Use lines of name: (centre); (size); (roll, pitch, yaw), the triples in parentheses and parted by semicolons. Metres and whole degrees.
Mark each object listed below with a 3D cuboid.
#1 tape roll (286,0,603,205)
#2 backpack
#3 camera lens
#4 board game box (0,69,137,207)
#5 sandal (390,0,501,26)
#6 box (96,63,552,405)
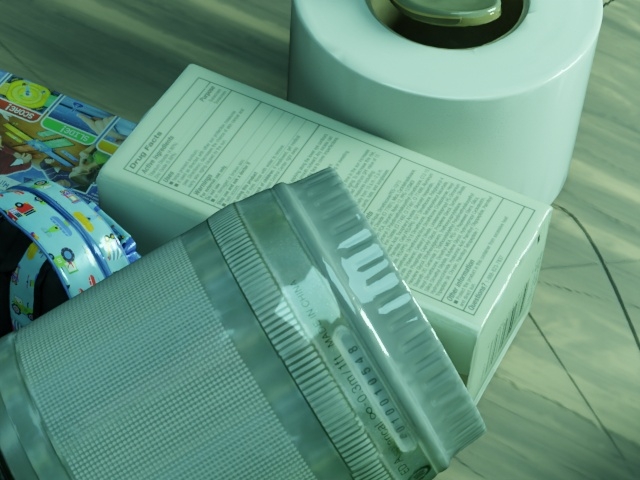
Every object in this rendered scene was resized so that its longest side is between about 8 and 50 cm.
tape roll: (0.094, -0.138, 1.446); (0.246, 0.169, 0.246); (2, 48, -2)
backpack: (-0.188, 0.026, 1.279); (0.117, 0.173, 0.158); (-34, 58, -29)
camera lens: (-0.061, 0.106, 1.139); (0.274, 0.219, 0.219); (-30, 54, 0)
board game box: (-0.234, -0.063, 1.447); (0.201, 0.035, 0.136); (23, 51, 16)
sandal: (0.073, -0.225, 1.375); (0.072, 0.049, 0.180); (-20, 52, -20)
box: (0.000, 0.000, 1.349); (0.311, 0.121, 0.148); (24, 52, 17)
